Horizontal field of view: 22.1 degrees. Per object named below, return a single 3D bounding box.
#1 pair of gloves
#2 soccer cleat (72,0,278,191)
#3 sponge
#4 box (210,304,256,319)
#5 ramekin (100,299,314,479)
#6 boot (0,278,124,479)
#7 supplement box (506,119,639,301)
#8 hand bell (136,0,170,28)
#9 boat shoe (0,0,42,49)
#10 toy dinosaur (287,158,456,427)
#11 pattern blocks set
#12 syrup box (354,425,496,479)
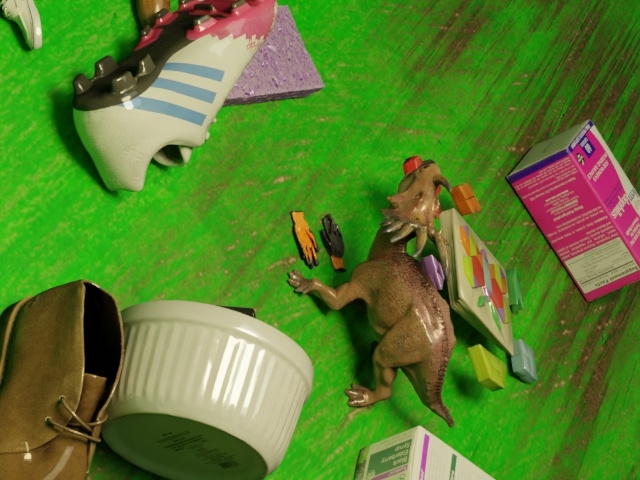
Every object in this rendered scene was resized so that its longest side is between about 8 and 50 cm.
[{"bbox_3d":[0.000,0.000,1.952,0.083,0.010,0.074,7,62,-48],"label":"pair of gloves"},{"bbox_3d":[-0.152,-0.169,1.803,0.331,0.116,0.143,-42,128,-44],"label":"soccer cleat"},{"bbox_3d":[-0.088,-0.222,1.971,0.210,0.031,0.117,-14,79,-52],"label":"sponge"},{"bbox_3d":[-0.092,0.112,1.768,0.067,0.018,0.083,9,62,-47],"label":"box"},{"bbox_3d":[-0.116,0.154,1.570,0.207,0.207,0.109,34,54,-31],"label":"ramekin"},{"bbox_3d":[-0.242,0.172,1.480,0.112,0.115,0.305,27,50,-39],"label":"boot"},{"bbox_3d":[0.382,-0.042,2.340,0.220,0.114,0.111,57,37,-10],"label":"supplement box"},{"bbox_3d":[-0.193,-0.344,1.892,0.126,0.126,0.242,13,72,-45],"label":"hand bell"},{"bbox_3d":[-0.319,-0.245,1.720,0.035,0.035,0.100,-13,81,-24],"label":"boat shoe"},{"bbox_3d":[0.102,0.075,1.868,0.127,0.200,0.295,-17,82,-52],"label":"toy dinosaur"},{"bbox_3d":[0.198,0.050,2.062,0.325,0.026,0.285,29,47,-59],"label":"pattern blocks set"},{"bbox_3d":[0.151,0.313,1.864,0.237,0.093,0.096,38,44,-28],"label":"syrup box"}]
